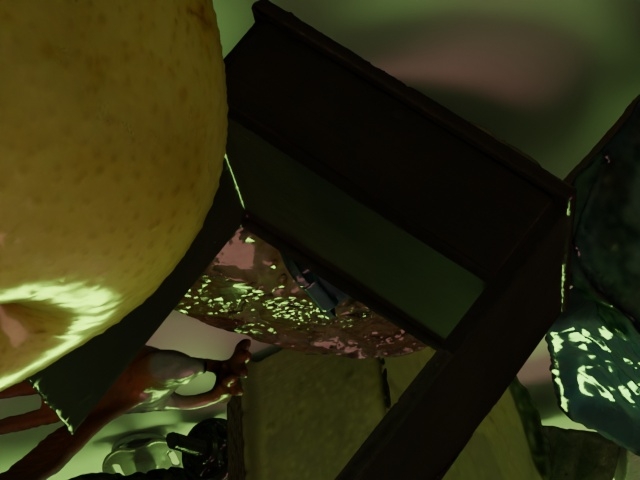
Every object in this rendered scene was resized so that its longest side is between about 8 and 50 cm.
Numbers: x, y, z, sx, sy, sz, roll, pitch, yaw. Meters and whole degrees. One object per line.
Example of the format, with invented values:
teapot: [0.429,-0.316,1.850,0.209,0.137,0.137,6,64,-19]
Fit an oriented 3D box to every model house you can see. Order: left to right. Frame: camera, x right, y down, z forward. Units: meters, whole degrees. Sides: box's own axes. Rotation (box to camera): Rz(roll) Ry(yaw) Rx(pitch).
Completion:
model house: [0.053,0.241,1.693,0.266,0.261,0.321,-25,145,30]
model house: [0.327,-0.012,1.297,0.360,0.297,0.339,-47,-177,-13]

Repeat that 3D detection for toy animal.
toy animal: [-0.214,0.150,1.507,0.302,0.225,0.284,-4,171,-9]

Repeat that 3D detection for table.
table: [-0.015,0.049,1.066,0.282,0.250,0.196,-51,161,-15]

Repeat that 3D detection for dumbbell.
dumbbell: [-0.086,0.247,1.845,0.081,0.082,0.254,-25,150,26]

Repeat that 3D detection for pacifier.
pacifier: [-0.195,0.257,1.826,0.099,0.078,0.081,-14,133,7]

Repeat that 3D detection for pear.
pear: [-0.216,-0.078,0.870,0.348,0.348,0.348,-9,154,-5]

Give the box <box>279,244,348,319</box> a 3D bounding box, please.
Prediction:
box: [0.000,0.000,1.239,0.054,0.099,0.074,-32,136,8]

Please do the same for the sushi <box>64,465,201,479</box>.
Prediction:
sushi: [-0.238,0.370,1.716,0.294,0.178,0.352,0,155,-33]

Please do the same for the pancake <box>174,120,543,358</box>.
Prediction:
pancake: [0.027,0.003,1.393,0.387,0.082,0.387,-4,149,-2]

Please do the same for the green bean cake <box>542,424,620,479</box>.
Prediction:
green bean cake: [0.251,0.267,1.949,0.185,0.094,0.183,12,167,6]

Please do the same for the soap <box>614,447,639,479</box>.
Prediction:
soap: [0.492,0.211,1.984,0.296,0.107,0.285,-13,156,5]
